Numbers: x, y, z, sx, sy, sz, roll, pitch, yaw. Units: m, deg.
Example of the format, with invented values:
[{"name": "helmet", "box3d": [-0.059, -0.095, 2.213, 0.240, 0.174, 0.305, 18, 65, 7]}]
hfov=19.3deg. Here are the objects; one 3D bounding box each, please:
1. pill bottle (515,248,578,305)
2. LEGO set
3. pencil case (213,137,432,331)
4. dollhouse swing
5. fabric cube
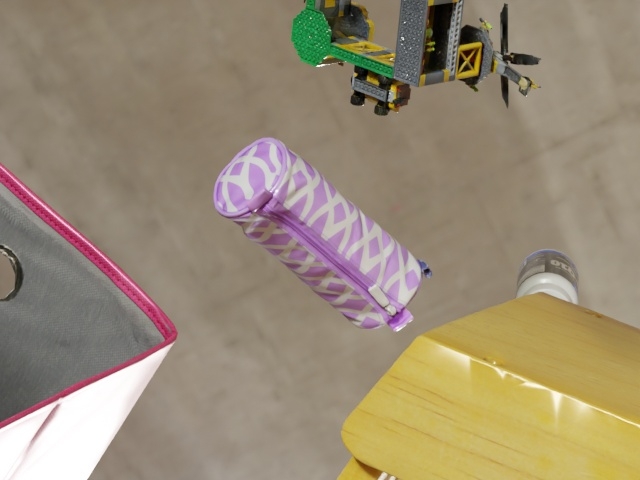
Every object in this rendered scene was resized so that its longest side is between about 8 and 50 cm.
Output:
[{"name": "pill bottle", "box3d": [0.280, 0.067, 2.322, 0.078, 0.078, 0.137, 64, 15, -14]}, {"name": "LEGO set", "box3d": [0.118, -0.305, 1.937, 0.255, 0.192, 0.331, 16, -69, 45]}, {"name": "pencil case", "box3d": [0.000, 0.000, 1.592, 0.206, 0.086, 0.088, 39, 22, -32]}, {"name": "dollhouse swing", "box3d": [0.169, 0.227, 1.609, 0.315, 0.305, 0.347, 22, 11, 19]}, {"name": "fabric cube", "box3d": [-0.288, 0.097, 1.084, 0.254, 0.258, 0.259, 40, 28, 15]}]
